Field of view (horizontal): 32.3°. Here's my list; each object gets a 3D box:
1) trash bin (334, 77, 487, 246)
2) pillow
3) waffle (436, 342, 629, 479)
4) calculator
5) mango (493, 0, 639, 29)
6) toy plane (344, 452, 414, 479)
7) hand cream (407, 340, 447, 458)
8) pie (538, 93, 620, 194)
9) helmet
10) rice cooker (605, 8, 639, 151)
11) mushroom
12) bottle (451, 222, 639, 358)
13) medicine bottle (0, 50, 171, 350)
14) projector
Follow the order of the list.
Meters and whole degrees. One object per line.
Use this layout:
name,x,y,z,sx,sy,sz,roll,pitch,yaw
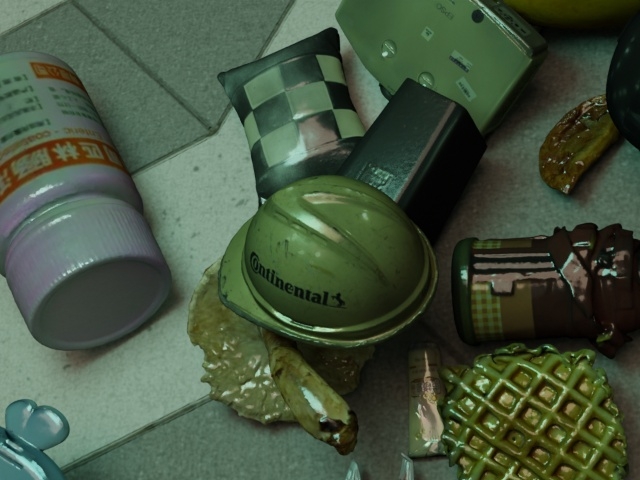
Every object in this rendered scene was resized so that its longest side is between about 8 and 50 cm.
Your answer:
trash bin,0.100,-0.064,1.371,0.115,0.165,0.225,32,87,27
pillow,-0.029,-0.159,1.512,0.186,0.106,0.250,-21,65,8
waffle,0.239,0.221,1.249,0.208,0.054,0.214,-11,81,11
calculator,-0.399,0.323,1.291,0.188,0.042,0.302,27,86,17
mango,0.386,-0.422,1.440,0.446,0.232,0.300,-9,64,20
toy plane,0.073,0.331,1.265,0.171,0.065,0.162,36,79,27
hand cream,0.127,0.191,1.335,0.061,0.039,0.143,-8,68,11
pie,0.340,-0.134,1.424,0.088,0.033,0.191,29,69,39
helmet,-0.004,-0.003,1.198,0.258,0.137,0.204,10,58,20
rice cooker,0.470,-0.193,1.284,0.267,0.267,0.224,-42,68,-5
mushroom,-0.027,0.104,1.289,0.208,0.302,0.233,-45,100,-22
bottle,0.293,0.060,1.284,0.271,0.143,0.156,-3,99,15
medicine bottle,-0.365,-0.058,1.506,0.219,0.219,0.388,-31,60,1
projector,0.153,-0.265,1.468,0.269,0.088,0.193,44,128,15
